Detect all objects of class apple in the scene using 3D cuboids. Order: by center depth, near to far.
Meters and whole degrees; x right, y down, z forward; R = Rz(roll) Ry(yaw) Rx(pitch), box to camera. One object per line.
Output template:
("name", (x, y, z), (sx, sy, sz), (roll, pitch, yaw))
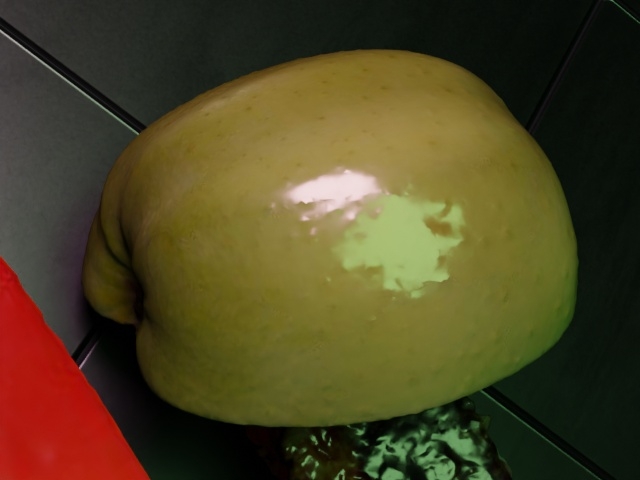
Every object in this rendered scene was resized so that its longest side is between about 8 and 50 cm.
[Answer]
("apple", (0.000, 0.000, 1.154), (0.360, 0.320, 0.312), (-15, 81, -18))

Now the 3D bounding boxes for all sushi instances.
("sushi", (0.054, 0.208, 1.193), (0.182, 0.196, 0.343), (-25, 78, -13))

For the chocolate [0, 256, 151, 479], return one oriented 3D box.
("chocolate", (-0.301, 0.125, 0.814), (0.341, 0.161, 0.360), (-29, 79, -35))
